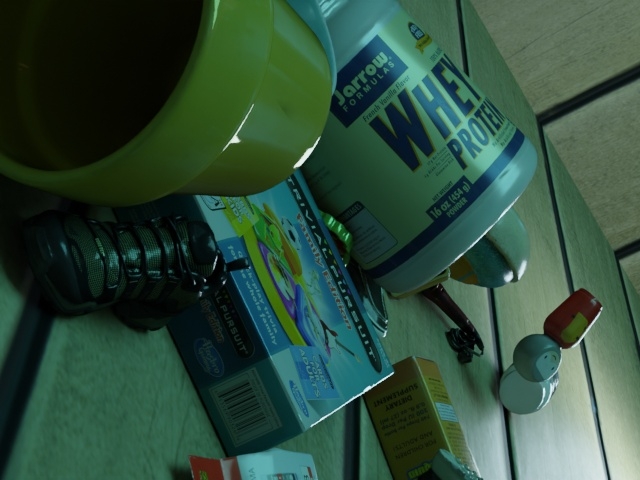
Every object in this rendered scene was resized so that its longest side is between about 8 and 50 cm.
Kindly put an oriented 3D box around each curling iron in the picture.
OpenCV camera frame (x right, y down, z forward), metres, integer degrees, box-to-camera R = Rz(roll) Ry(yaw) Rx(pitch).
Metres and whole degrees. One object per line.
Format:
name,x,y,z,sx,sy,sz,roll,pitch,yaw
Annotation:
curling iron,0.156,0.073,2.230,0.274,0.035,0.068,54,19,-32

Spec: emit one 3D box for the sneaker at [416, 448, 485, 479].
sneaker,0.182,0.358,1.679,0.293,0.146,0.102,43,0,-10

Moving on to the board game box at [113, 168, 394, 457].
board game box,-0.051,0.052,1.546,0.254,0.079,0.336,65,17,3

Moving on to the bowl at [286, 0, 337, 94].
bowl,-0.134,-0.234,1.552,0.311,0.163,0.311,51,23,-31

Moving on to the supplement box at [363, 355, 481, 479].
supplement box,0.125,0.250,1.795,0.080,0.078,0.233,21,45,-67

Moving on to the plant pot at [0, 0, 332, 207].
plant pot,-0.119,-0.137,1.265,0.239,0.254,0.254,23,44,-56

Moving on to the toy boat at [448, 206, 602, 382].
toy boat,0.236,0.046,2.237,0.318,0.148,0.267,44,-7,-1

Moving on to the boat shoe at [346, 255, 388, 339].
boat shoe,0.041,0.011,1.906,0.219,0.070,0.078,68,17,14

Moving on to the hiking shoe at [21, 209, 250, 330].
hiking shoe,-0.143,0.007,1.264,0.227,0.114,0.086,22,44,-67

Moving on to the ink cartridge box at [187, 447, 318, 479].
ink cartridge box,-0.039,0.243,1.334,0.179,0.045,0.145,30,43,-67

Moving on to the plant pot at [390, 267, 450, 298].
plant pot,0.124,0.030,2.123,0.083,0.081,0.081,45,22,-73

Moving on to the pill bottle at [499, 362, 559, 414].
pill bottle,0.309,0.215,2.412,0.078,0.078,0.137,65,16,2

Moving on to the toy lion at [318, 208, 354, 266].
toy lion,0.000,0.000,1.754,0.100,0.096,0.034,52,59,-37

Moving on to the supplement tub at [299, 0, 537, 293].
supplement tub,0.054,-0.128,1.787,0.325,0.235,0.235,46,19,-6
